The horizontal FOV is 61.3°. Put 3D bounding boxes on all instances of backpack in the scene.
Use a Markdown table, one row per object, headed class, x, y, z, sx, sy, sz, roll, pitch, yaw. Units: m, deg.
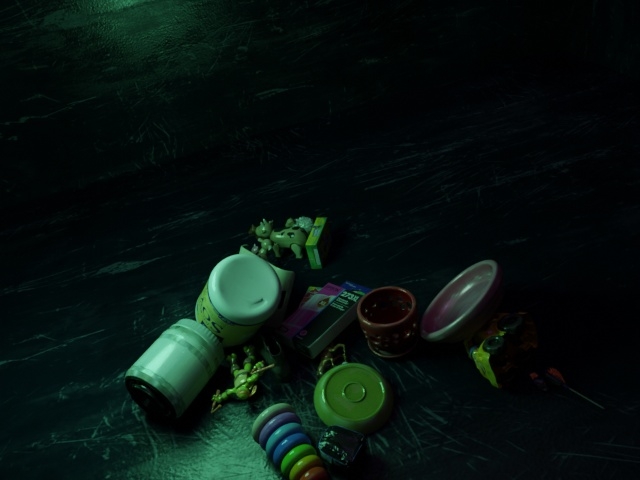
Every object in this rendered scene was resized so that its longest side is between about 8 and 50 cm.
| class | x | y | z | sx | sy | sz | roll | pitch | yaw |
| --- | --- | --- | --- | --- | --- | --- | --- | --- | --- |
| backpack | 0.057 | 0.568 | 1.468 | 0.114 | 0.084 | 0.105 | 15 | 43 | 28 |

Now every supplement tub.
| class | x | y | z | sx | sy | sz | roll | pitch | yaw |
| --- | --- | --- | --- | --- | --- | --- | --- | --- | --- |
| supplement tub | -0.288 | 0.215 | 1.828 | 0.241 | 0.331 | 0.241 | 11 | 58 | -19 |

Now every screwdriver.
| class | x | y | z | sx | sy | sz | roll | pitch | yaw |
| --- | --- | --- | --- | --- | --- | --- | --- | --- | --- |
| screwdriver | 0.703 | 0.420 | 1.501 | 0.170 | 0.025 | 0.024 | 33 | 56 | 31 |

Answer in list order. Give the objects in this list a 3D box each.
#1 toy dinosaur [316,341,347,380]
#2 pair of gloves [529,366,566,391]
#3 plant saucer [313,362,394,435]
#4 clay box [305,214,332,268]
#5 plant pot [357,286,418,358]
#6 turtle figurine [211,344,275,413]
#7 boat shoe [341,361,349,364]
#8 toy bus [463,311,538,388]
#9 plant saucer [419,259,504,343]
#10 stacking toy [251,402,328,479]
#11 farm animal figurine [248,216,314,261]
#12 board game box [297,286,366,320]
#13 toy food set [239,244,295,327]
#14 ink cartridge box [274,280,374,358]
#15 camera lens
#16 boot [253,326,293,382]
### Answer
| class | x | y | z | sx | sy | sz | roll | pitch | yaw |
| --- | --- | --- | --- | --- | --- | --- | --- | --- | --- |
| toy dinosaur | 0.032 | 0.365 | 1.783 | 0.112 | 0.064 | 0.211 | -4 | 35 | 16 |
| pair of gloves | 0.655 | 0.399 | 1.558 | 0.083 | 0.010 | 0.074 | -19 | 35 | -6 |
| plant saucer | 0.099 | 0.458 | 1.602 | 0.241 | 0.037 | 0.241 | -1 | 44 | 1 |
| clay box | 0.000 | 0.000 | 2.252 | 0.053 | 0.127 | 0.222 | 0 | 38 | 18 |
| plant pot | 0.226 | 0.269 | 1.748 | 0.191 | 0.174 | 0.191 | -11 | 36 | 8 |
| turtle figurine | -0.240 | 0.436 | 1.745 | 0.269 | 0.087 | 0.217 | -41 | 25 | 13 |
| boat shoe | 0.064 | 0.435 | 1.687 | 0.040 | 0.049 | 0.142 | 9 | 39 | 29 |
| toy bus | 0.511 | 0.310 | 1.634 | 0.220 | 0.149 | 0.211 | -39 | 28 | -28 |
| plant saucer | 0.457 | 0.205 | 1.711 | 0.332 | 0.084 | 0.332 | -47 | 4 | 5 |
| stacking toy | -0.052 | 0.592 | 1.442 | 0.141 | 0.141 | 0.330 | -29 | 41 | -20 |
| farm animal figurine | -0.196 | 0.004 | 2.277 | 0.326 | 0.172 | 0.330 | -8 | 35 | 8 |
| board game box | 0.056 | 0.232 | 1.991 | 0.259 | 0.039 | 0.124 | 6 | 40 | 22 |
| toy food set | -0.224 | 0.167 | 2.045 | 0.092 | 0.220 | 0.306 | 4 | 16 | -46 |
| ink cartridge box | 0.031 | 0.249 | 1.885 | 0.175 | 0.069 | 0.371 | 16 | 42 | 43 |
| camera lens | -0.472 | 0.418 | 1.750 | 0.219 | 0.219 | 0.274 | 8 | 41 | 29 |
| boot | -0.168 | 0.343 | 1.798 | 0.083 | 0.161 | 0.246 | -26 | 36 | -17 |
